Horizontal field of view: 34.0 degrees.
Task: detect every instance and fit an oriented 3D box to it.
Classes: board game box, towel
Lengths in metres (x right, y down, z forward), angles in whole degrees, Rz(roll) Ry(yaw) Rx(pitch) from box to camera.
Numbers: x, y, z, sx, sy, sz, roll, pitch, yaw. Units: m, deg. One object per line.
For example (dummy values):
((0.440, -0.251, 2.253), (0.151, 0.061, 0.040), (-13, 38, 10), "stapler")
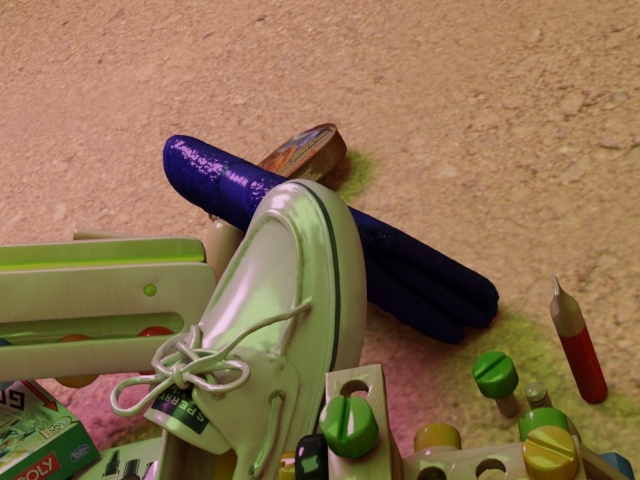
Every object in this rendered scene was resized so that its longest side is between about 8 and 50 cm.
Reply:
((-0.372, 0.208, 1.038), (0.213, 0.046, 0.317), (-33, 25, -24), "board game box")
((0.000, 0.000, 1.008), (0.308, 0.227, 0.076), (26, 91, 46), "towel")

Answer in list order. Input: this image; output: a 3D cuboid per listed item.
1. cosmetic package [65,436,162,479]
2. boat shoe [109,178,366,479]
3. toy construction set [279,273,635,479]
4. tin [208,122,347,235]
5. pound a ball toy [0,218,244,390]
((-0.236, 0.255, 0.968), (0.239, 0.060, 0.099), (-16, 37, 16), "cosmetic package")
((-0.080, 0.124, 0.799), (0.135, 0.156, 0.367), (15, 92, 46), "boat shoe")
((0.114, 0.147, 0.737), (0.257, 0.237, 0.309), (3, 47, 34), "toy construction set")
((-0.048, -0.070, 1.224), (0.189, 0.040, 0.106), (-41, 19, -21), "tin")
((-0.223, 0.068, 1.057), (0.319, 0.136, 0.208), (-3, 13, -12), "pound a ball toy")
